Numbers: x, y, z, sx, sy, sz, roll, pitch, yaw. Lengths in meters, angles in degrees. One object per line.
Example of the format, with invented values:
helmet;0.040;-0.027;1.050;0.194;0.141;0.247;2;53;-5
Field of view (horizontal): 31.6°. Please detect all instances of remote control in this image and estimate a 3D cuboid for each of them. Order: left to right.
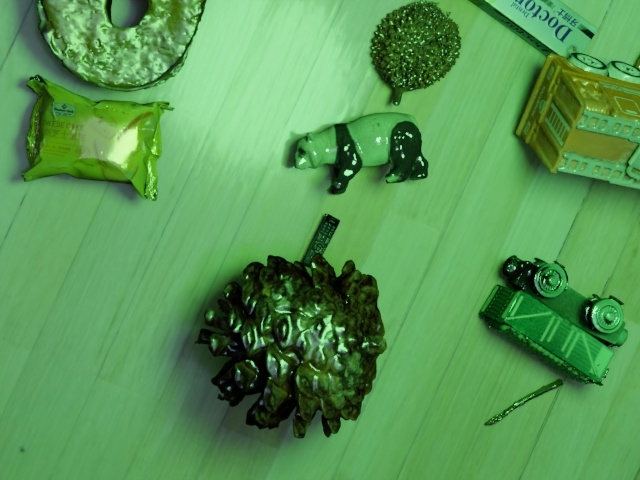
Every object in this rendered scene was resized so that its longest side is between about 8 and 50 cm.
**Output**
remote control;0.000;0.000;1.883;0.034;0.016;0.091;28;88;-32

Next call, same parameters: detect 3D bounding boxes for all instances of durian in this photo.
durian;0.162;-0.307;1.856;0.148;0.091;0.188;24;91;-16

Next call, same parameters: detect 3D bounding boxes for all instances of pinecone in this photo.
pinecone;-0.045;0.165;1.768;0.296;0.242;0.298;14;61;-2

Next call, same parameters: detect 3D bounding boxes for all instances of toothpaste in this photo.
toothpaste;0.311;-0.415;1.899;0.336;0.067;0.081;32;90;-16

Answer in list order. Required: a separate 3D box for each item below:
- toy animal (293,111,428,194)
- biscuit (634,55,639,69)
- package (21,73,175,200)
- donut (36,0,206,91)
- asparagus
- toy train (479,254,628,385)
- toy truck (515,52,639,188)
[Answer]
toy animal;0.066;-0.143;1.847;0.225;0.094;0.121;-10;89;-5
biscuit;0.664;-0.296;2.025;0.203;0.041;0.260;42;84;-12
package;-0.342;-0.156;1.732;0.226;0.090;0.168;7;92;-14
donut;-0.300;-0.362;1.721;0.272;0.107;0.272;-2;99;-11
asparagus;0.362;0.288;2.014;0.163;0.016;0.016;-28;121;-12
toy train;0.412;0.134;1.961;0.269;0.115;0.154;33;81;-17
toy truck;0.546;-0.170;1.889;0.388;0.207;0.173;10;120;-15
